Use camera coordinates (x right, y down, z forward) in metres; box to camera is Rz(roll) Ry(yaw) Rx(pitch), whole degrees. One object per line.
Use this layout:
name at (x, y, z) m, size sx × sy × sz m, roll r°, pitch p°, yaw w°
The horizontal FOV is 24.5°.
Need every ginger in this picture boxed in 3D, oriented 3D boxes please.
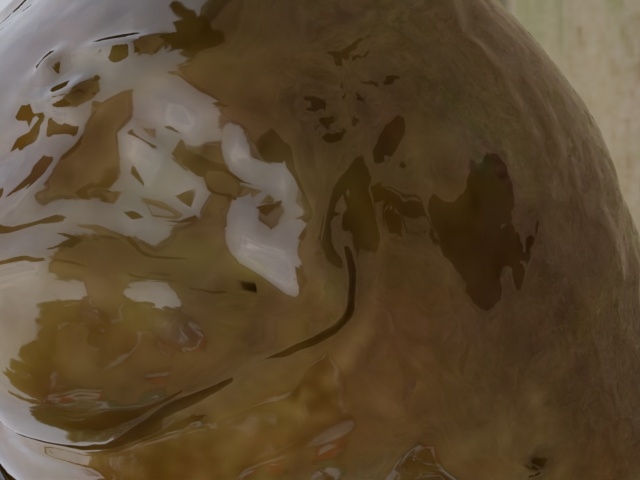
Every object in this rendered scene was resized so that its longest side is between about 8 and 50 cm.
ginger at (0.001, -0.003, 0.482) m, size 0.200 × 0.269 × 0.223 m, roll -96°, pitch 9°, yaw -45°
